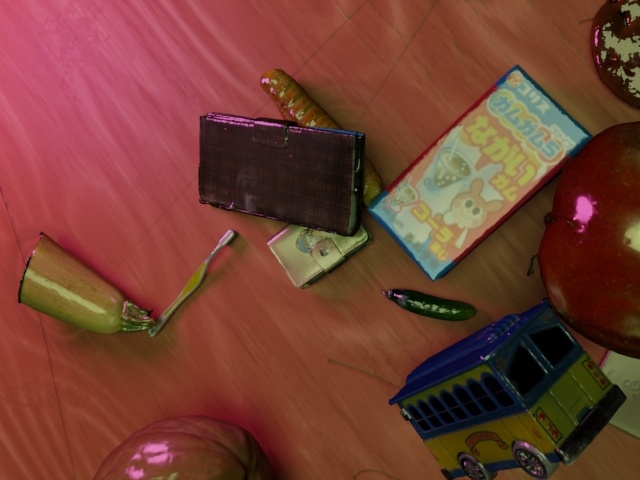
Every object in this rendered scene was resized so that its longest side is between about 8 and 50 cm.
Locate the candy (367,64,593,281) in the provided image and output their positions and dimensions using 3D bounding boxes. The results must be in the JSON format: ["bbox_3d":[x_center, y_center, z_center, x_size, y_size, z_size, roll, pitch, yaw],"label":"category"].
[{"bbox_3d":[0.235,-0.094,0.895,0.306,0.100,0.157,-43,78,11],"label":"candy"}]

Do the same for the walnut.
[{"bbox_3d":[-0.225,0.428,0.950,0.313,0.277,0.252,-29,45,21],"label":"walnut"}]

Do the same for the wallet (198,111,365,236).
[{"bbox_3d":[-0.073,-0.114,0.970,0.317,0.044,0.169,13,109,31],"label":"wallet"}]

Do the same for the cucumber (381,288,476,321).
[{"bbox_3d":[0.169,0.104,0.948,0.155,0.037,0.037,12,94,17],"label":"cucumber"}]

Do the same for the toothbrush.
[{"bbox_3d":[-0.236,0.080,1.072,0.022,0.026,0.263,46,102,20],"label":"toothbrush"}]

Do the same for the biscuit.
[{"bbox_3d":[0.498,-0.289,0.848,0.212,0.036,0.212,0,91,17],"label":"biscuit"}]

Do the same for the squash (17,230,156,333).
[{"bbox_3d":[-0.439,0.113,1.085,0.287,0.137,0.137,32,99,12],"label":"squash"}]

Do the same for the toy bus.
[{"bbox_3d":[0.232,0.215,0.799,0.138,0.287,0.175,-32,79,-29],"label":"toy bus"}]

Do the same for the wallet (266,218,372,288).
[{"bbox_3d":[0.000,0.000,0.996,0.155,0.039,0.110,-36,77,13],"label":"wallet"}]

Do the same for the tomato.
[{"bbox_3d":[0.418,0.006,0.732,0.239,0.303,0.303,23,97,38],"label":"tomato"}]

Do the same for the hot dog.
[{"bbox_3d":[0.004,-0.173,0.977,0.068,0.083,0.289,-37,80,-6],"label":"hot dog"}]

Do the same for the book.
[{"bbox_3d":[0.501,0.235,0.859,0.199,0.016,0.138,26,97,15],"label":"book"}]
